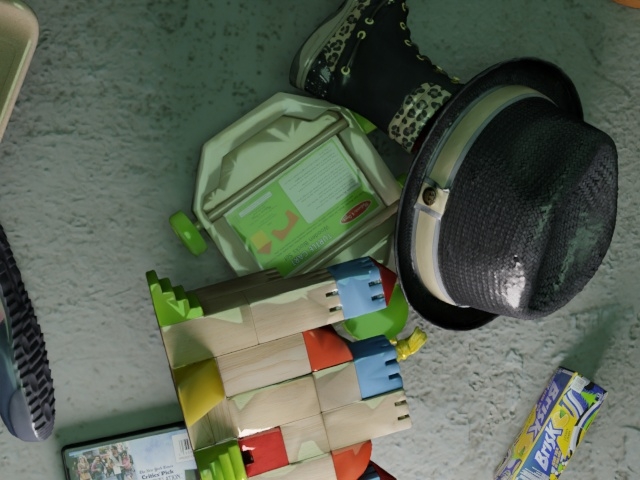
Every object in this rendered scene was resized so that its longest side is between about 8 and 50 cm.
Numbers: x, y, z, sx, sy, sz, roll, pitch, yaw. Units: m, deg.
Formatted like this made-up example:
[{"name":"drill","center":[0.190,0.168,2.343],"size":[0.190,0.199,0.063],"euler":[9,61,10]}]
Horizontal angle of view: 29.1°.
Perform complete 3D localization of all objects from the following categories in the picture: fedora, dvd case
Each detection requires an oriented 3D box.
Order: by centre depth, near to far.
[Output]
[{"name":"fedora","center":[0.238,-0.032,1.396],"size":[0.334,0.152,0.334],"euler":[-20,123,-35]},{"name":"dvd case","center":[-0.193,0.347,1.454],"size":[0.181,0.022,0.252],"euler":[-10,94,-9]}]

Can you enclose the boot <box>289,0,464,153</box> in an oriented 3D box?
[{"name":"boot","center":[0.100,-0.221,1.419],"size":[0.179,0.085,0.236],"euler":[36,71,16]}]

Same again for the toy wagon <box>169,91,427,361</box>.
[{"name":"toy wagon","center":[0.000,0.000,1.458],"size":[0.267,0.068,0.344],"euler":[-36,98,-8]}]

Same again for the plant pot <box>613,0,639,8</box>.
[{"name":"plant pot","center":[0.436,-0.433,1.460],"size":[0.291,0.203,0.290],"euler":[-1,93,-11]}]

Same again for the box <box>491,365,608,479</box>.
[{"name":"box","center":[0.283,0.242,1.522],"size":[0.054,0.059,0.168],"euler":[33,86,-11]}]

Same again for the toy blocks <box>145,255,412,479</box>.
[{"name":"toy blocks","center":[-0.022,0.178,1.373],"size":[0.261,0.191,0.381],"euler":[-15,108,-9]}]

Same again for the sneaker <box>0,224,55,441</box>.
[{"name":"sneaker","center":[-0.397,0.085,1.375],"size":[0.131,0.112,0.318],"euler":[-20,89,5]}]

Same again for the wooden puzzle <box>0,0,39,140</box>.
[{"name":"wooden puzzle","center":[-0.485,-0.126,1.300],"size":[0.322,0.080,0.347],"euler":[19,93,8]}]
